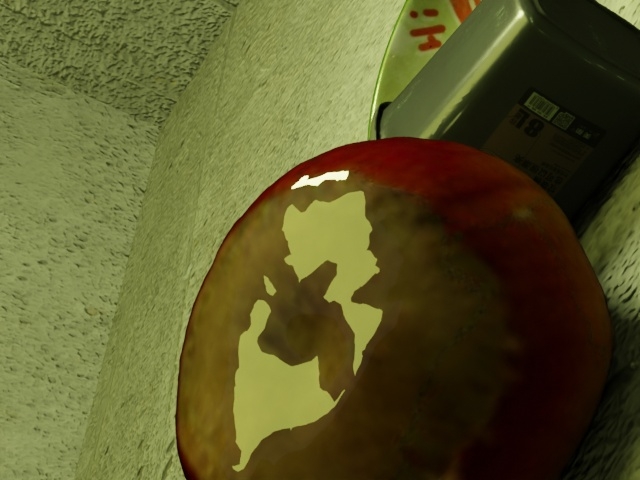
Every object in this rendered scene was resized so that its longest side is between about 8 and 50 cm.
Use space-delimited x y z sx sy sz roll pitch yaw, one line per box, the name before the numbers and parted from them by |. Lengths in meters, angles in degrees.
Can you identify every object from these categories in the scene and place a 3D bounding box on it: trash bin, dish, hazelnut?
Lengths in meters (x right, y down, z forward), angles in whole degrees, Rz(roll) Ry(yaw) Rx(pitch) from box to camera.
trash bin | 0.175 -0.101 1.722 0.290 0.209 0.182 -51 19 28
dish | 0.176 -0.182 2.001 0.324 0.124 0.324 -163 90 -72
hazelnut | 0.072 0.116 1.549 0.359 0.359 0.409 -106 38 -67

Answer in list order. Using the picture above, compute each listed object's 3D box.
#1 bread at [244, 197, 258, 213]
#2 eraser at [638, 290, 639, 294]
bread | 0.001 -0.002 1.780 0.344 0.124 0.084 -28 -21 -52
eraser | 0.324 0.013 1.276 0.227 0.081 0.174 -57 17 33
